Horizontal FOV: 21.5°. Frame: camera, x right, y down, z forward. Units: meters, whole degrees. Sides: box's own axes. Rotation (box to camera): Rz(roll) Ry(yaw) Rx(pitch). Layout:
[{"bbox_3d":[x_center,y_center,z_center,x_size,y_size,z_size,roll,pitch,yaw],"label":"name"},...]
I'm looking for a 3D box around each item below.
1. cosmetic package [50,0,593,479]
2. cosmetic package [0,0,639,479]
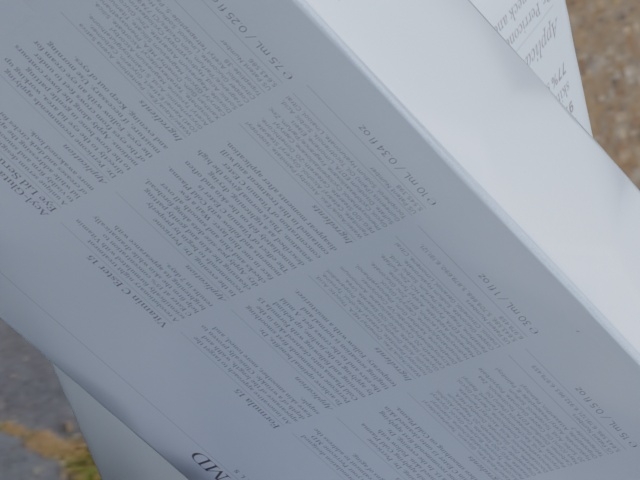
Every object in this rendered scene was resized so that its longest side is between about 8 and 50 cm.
[{"bbox_3d":[0.000,0.000,1.266,0.329,0.327,0.394,-48,132,-41],"label":"cosmetic package"},{"bbox_3d":[-0.021,-0.005,0.791,0.377,0.284,0.097,45,43,-23],"label":"cosmetic package"}]
